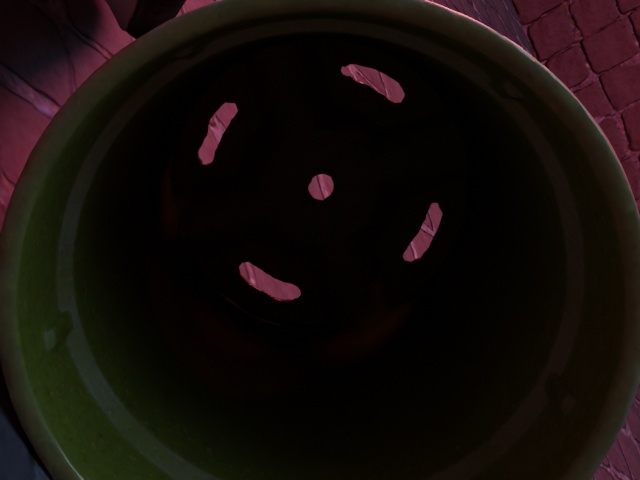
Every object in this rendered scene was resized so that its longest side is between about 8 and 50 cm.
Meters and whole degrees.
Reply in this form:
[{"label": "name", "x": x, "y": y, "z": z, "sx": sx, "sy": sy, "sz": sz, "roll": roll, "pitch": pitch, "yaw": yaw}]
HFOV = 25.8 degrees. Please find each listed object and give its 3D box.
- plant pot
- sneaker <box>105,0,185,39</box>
[{"label": "plant pot", "x": 0.000, "y": 0.000, "z": 0.704, "sx": 0.276, "sy": 0.276, "sz": 0.254, "roll": 58, "pitch": 7, "yaw": -13}, {"label": "sneaker", "x": -0.145, "y": -0.231, "z": 0.660, "sx": 0.257, "sy": 0.169, "sz": 0.447, "roll": 33, "pitch": 2, "yaw": -13}]
